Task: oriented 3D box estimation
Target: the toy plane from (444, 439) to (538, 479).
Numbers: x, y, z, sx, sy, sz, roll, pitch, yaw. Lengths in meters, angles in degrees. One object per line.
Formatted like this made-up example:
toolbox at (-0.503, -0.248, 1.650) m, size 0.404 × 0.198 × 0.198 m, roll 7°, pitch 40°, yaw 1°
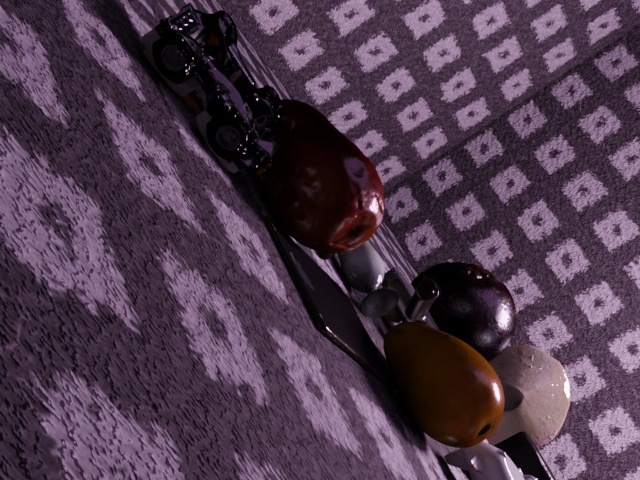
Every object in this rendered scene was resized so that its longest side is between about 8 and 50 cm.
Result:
toy plane at (0.341, 0.488, 1.643) m, size 0.245 × 0.117 × 0.244 m, roll 43°, pitch 29°, yaw -31°

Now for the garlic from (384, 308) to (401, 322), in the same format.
garlic at (0.172, 0.178, 2.116) m, size 0.083 × 0.041 × 0.053 m, roll 10°, pitch 60°, yaw -70°

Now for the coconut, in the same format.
coconut at (0.494, 0.406, 2.235) m, size 0.297 × 0.297 × 0.309 m, roll 59°, pitch 3°, yaw 18°

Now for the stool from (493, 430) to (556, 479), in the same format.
stool at (0.444, 0.543, 1.886) m, size 0.232 × 0.141 × 0.232 m, roll 60°, pitch 5°, yaw -9°

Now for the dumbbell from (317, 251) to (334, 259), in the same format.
dumbbell at (0.000, 0.000, 1.786) m, size 0.083 × 0.040 × 0.036 m, roll 60°, pitch -22°, yaw 20°

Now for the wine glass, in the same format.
wine glass at (0.096, 0.067, 1.893) m, size 0.093 × 0.093 × 0.202 m, roll 49°, pitch 10°, yaw -45°

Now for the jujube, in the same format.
jujube at (-0.015, -0.123, 1.595) m, size 0.318 × 0.223 × 0.223 m, roll 57°, pitch 7°, yaw 31°

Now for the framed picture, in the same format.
framed picture at (0.023, 0.118, 1.538) m, size 0.338 × 0.014 × 0.255 m, roll 46°, pitch 12°, yaw -55°

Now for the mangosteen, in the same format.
mangosteen at (0.329, 0.192, 2.095) m, size 0.288 × 0.288 × 0.288 m, roll 55°, pitch 8°, yaw -11°

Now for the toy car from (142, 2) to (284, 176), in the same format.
toy car at (-0.171, -0.243, 1.436) m, size 0.301 × 0.118 × 0.193 m, roll 59°, pitch 26°, yaw -15°

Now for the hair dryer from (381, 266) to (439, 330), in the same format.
hair dryer at (0.224, 0.202, 1.841) m, size 0.320 × 0.156 × 0.284 m, roll 59°, pitch 5°, yaw 6°

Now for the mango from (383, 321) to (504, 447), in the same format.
mango at (0.225, 0.263, 1.633) m, size 0.211 × 0.173 × 0.317 m, roll 52°, pitch -2°, yaw -30°

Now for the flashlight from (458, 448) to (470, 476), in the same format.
flashlight at (0.312, 0.470, 1.800) m, size 0.035 × 0.057 × 0.121 m, roll 2°, pitch -50°, yaw 51°
